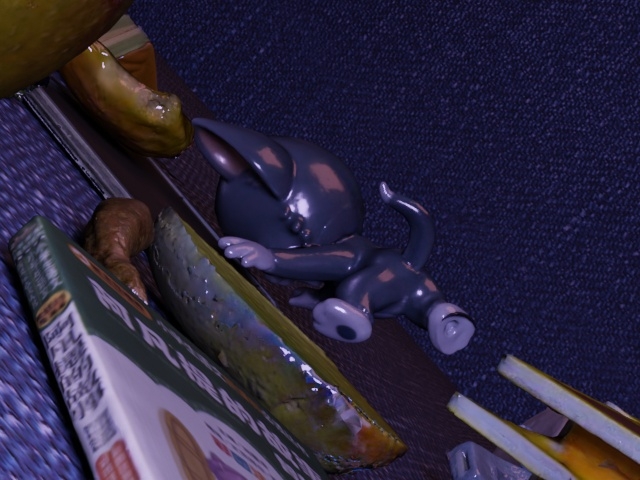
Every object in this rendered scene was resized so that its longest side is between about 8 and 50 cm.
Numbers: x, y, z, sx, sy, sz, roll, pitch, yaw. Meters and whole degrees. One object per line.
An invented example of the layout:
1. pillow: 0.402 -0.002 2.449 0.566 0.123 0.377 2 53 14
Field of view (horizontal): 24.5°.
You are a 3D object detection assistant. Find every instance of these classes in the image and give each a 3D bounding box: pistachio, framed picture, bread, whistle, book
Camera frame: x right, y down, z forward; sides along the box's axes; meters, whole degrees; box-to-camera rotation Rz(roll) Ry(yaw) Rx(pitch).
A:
1. pistachio: -0.147 -0.101 1.108 0.090 0.049 0.173 19 -11 32
2. framed picture: -0.129 -0.032 1.118 0.231 0.018 0.293 48 3 22
3. bread: -0.220 -0.155 1.543 0.074 0.084 0.139 49 -28 37
4. whistle: 0.203 0.265 1.309 0.269 0.093 0.180 44 29 -32
5. book: -0.026 0.111 0.573 0.202 0.027 0.264 45 4 -33

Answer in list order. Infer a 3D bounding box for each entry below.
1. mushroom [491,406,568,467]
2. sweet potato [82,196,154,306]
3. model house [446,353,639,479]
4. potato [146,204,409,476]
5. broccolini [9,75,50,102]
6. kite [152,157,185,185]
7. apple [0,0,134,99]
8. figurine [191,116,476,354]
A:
1. mushroom: 0.304 0.319 1.598 0.407 0.137 0.154 48 25 -34
2. sweet potato: -0.108 -0.001 0.792 0.041 0.038 0.153 37 7 -16
3. model house: 0.161 0.217 0.655 0.313 0.242 0.357 31 6 -5
4. potato: -0.036 0.064 0.836 0.198 0.054 0.119 45 3 3
5. broccolini: -0.222 -0.133 0.887 0.044 0.042 0.218 48 4 19
6. kite: -0.198 -0.118 1.371 0.232 0.009 0.189 48 1 -24
7. apple: -0.148 -0.128 0.491 0.196 0.196 0.157 47 33 -11
8. figurine: 0.004 -0.002 1.206 0.265 0.140 0.193 21 5 35
